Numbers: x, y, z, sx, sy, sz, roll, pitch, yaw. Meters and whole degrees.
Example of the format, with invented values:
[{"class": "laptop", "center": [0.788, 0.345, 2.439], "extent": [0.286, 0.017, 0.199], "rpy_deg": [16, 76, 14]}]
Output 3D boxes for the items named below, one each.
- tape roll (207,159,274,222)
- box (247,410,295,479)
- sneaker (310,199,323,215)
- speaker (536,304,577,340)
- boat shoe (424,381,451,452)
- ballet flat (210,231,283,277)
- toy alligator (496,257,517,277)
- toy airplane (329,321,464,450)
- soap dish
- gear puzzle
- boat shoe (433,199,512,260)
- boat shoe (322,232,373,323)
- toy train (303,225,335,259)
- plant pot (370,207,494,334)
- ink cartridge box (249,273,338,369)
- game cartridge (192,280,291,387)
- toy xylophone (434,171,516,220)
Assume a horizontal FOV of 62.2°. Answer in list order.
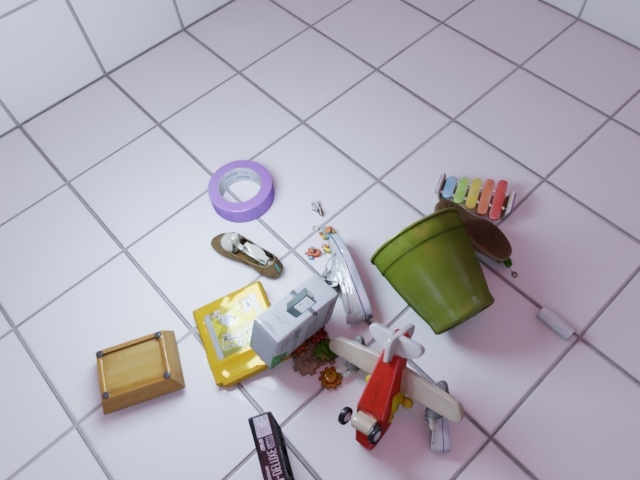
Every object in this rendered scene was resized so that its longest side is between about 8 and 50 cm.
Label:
[{"class": "tape roll", "center": [-0.339, -0.213, 2.283], "extent": [0.275, 0.090, 0.275], "rpy_deg": [-2, 59, 3]}, {"class": "box", "center": [-0.130, 0.704, 1.621], "extent": [0.076, 0.242, 0.307], "rpy_deg": [-17, 60, -7]}, {"class": "sneaker", "center": [-0.015, -0.130, 2.247], "extent": [0.037, 0.032, 0.083], "rpy_deg": [-26, 55, 4]}, {"class": "speaker", "center": [0.846, 0.294, 1.907], "extent": [0.055, 0.055, 0.136], "rpy_deg": [-38, 63, -18]}, {"class": "boat shoe", "center": [0.380, 0.579, 1.751], "extent": [0.076, 0.083, 0.226], "rpy_deg": [-2, 59, 1]}, {"class": "ballet flat", "center": [-0.300, 0.037, 2.107], "extent": [0.342, 0.124, 0.116], "rpy_deg": [29, 65, 20]}, {"class": "toy alligator", "center": [0.717, 0.068, 2.059], "extent": [0.051, 0.056, 0.189], "rpy_deg": [5, 48, -42]}, {"class": "toy airplane", "center": [0.233, 0.446, 1.731], "extent": [0.384, 0.272, 0.386], "rpy_deg": [-29, 69, 27]}, {"class": "soap dish", "center": [-0.647, 0.456, 1.881], "extent": [0.291, 0.118, 0.229], "rpy_deg": [-17, 59, -8]}, {"class": "gear puzzle", "center": [-0.035, 0.391, 1.918], "extent": [0.175, 0.044, 0.339], "rpy_deg": [-27, 61, -12]}, {"class": "boat shoe", "center": [0.588, -0.028, 2.073], "extent": [0.121, 0.110, 0.341], "rpy_deg": [-40, 67, -22]}, {"class": "boat shoe", "center": [0.065, 0.150, 2.019], "extent": [0.156, 0.136, 0.367], "rpy_deg": [-19, 69, -4]}, {"class": "toy train", "center": [0.000, 0.000, 2.153], "extent": [0.125, 0.046, 0.166], "rpy_deg": [5, 60, 7]}, {"class": "plant pot", "center": [0.425, 0.130, 1.894], "extent": [0.366, 0.366, 0.353], "rpy_deg": [-26, 72, -12]}, {"class": "ink cartridge box", "center": [-0.091, 0.277, 1.826], "extent": [0.121, 0.211, 0.289], "rpy_deg": [42, 55, 20]}, {"class": "game cartridge", "center": [-0.293, 0.342, 1.947], "extent": [0.285, 0.052, 0.323], "rpy_deg": [-25, 60, -4]}, {"class": "toy xylophone", "center": [0.629, -0.157, 2.182], "extent": [0.323, 0.081, 0.236], "rpy_deg": [10, 60, 10]}]
